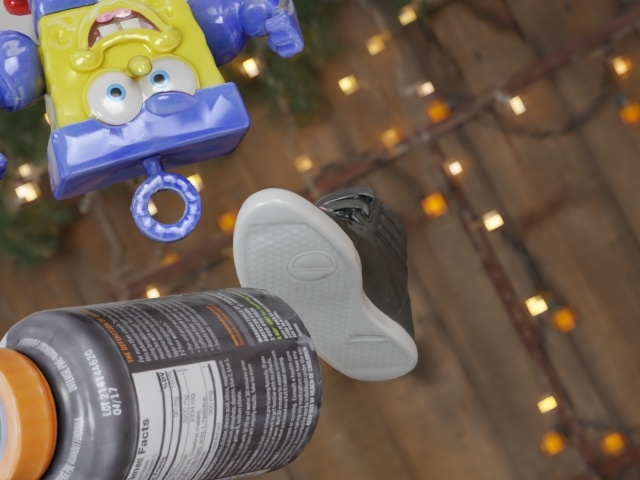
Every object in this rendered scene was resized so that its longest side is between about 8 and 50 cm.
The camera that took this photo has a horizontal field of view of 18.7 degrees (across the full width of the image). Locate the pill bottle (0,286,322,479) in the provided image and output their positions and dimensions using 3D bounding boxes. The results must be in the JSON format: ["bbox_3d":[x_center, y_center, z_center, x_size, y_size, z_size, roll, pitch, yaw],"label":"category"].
[{"bbox_3d":[-0.125,0.103,1.253,0.245,0.130,0.130,-5,-20,-46],"label":"pill bottle"}]

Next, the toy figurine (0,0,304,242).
[{"bbox_3d":[-0.090,-0.099,1.095,0.362,0.217,0.191,-15,-16,-16],"label":"toy figurine"}]

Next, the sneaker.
[{"bbox_3d":[0.000,0.000,1.717,0.104,0.147,0.296,-17,-35,18],"label":"sneaker"}]
